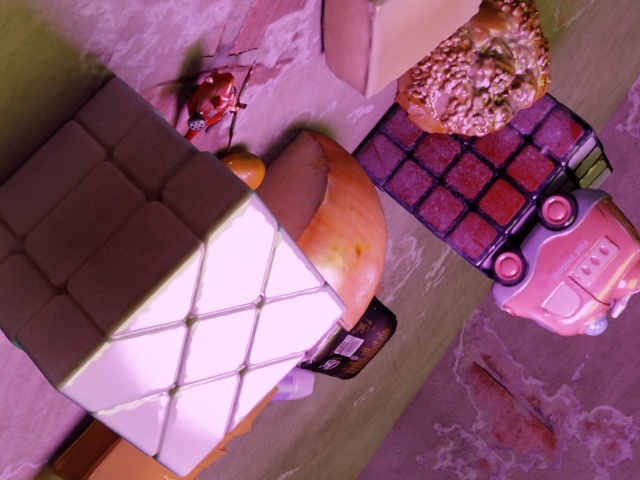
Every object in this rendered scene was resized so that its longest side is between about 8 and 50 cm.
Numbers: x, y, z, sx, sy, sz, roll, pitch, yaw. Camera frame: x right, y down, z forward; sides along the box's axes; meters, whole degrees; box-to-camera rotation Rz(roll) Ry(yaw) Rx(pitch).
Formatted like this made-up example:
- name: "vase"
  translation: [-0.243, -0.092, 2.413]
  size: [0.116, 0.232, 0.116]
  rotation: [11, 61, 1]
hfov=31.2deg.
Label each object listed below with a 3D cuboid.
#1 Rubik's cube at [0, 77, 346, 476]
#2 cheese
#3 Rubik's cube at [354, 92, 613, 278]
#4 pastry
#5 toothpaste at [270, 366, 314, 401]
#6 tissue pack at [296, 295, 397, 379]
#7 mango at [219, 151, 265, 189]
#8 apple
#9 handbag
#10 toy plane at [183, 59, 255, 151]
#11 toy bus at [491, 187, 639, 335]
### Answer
- name: "Rubik's cube"
  translation: [-0.216, 0.048, 1.454]
  size: [0.319, 0.316, 0.322]
  rotation: [-45, 144, -5]
- name: "cheese"
  translation: [0.135, -0.381, 1.747]
  size: [0.265, 0.124, 0.242]
  rotation: [-40, 163, -21]
- name: "Rubik's cube"
  translation: [0.326, -0.156, 2.256]
  size: [0.344, 0.344, 0.337]
  rotation: [-48, 161, 9]
- name: "pastry"
  translation: [0.273, -0.312, 1.966]
  size: [0.311, 0.255, 0.162]
  rotation: [-34, -160, -21]
- name: "toothpaste"
  translation: [-0.173, 0.285, 2.311]
  size: [0.371, 0.080, 0.125]
  rotation: [5, 110, -41]
- name: "tissue pack"
  translation: [0.009, 0.169, 2.436]
  size: [0.210, 0.198, 0.370]
  rotation: [-45, 160, 3]
- name: "mango"
  translation: [-0.134, -0.106, 1.820]
  size: [0.079, 0.057, 0.114]
  rotation: [-47, 159, 23]
- name: "apple"
  translation: [0.000, 0.000, 2.002]
  size: [0.252, 0.314, 0.309]
  rotation: [-14, 143, 31]
- name: "handbag"
  translation: [-0.295, 0.368, 2.178]
  size: [0.401, 0.133, 0.283]
  rotation: [-49, 135, 7]
- name: "toy plane"
  translation: [-0.167, -0.178, 1.607]
  size: [0.077, 0.126, 0.194]
  rotation: [11, 164, -32]
- name: "toy bus"
  translation: [0.467, 0.051, 2.103]
  size: [0.288, 0.232, 0.194]
  rotation: [-53, 161, 12]
